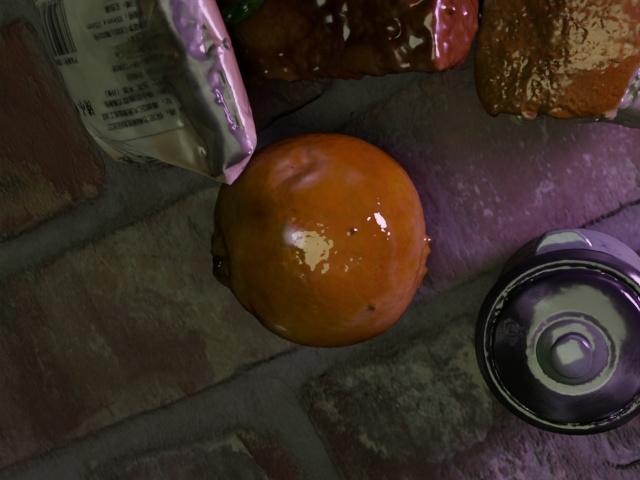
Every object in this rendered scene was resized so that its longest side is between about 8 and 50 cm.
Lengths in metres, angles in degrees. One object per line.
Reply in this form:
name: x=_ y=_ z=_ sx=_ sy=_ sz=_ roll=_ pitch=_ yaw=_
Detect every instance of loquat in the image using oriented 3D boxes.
loquat: x=0.000 y=0.000 z=1.636 sx=0.328 sy=0.328 sz=0.328 roll=4 pitch=106 yaw=13

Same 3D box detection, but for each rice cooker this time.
rice cooker: x=0.359 y=0.125 z=1.590 sx=0.264 sy=0.316 sz=0.316 roll=-5 pitch=104 yaw=14

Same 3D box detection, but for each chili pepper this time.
chili pepper: x=-0.104 y=-0.328 z=1.541 sx=0.034 sy=0.030 sz=0.091 roll=19 pitch=143 yaw=-31

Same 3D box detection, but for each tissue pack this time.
tissue pack: x=-0.255 y=-0.273 z=1.615 sx=0.375 sy=0.195 sz=0.390 roll=10 pitch=120 yaw=58

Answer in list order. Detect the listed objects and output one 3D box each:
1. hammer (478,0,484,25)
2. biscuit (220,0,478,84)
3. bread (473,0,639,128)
hammer: x=0.161 y=-0.386 z=1.642 sx=0.201 sy=0.021 sz=0.078 roll=22 pitch=109 yaw=6
biscuit: x=0.036 y=-0.389 z=1.528 sx=0.395 sy=0.166 sz=0.342 roll=7 pitch=108 yaw=40
bread: x=0.370 y=-0.269 z=1.514 sx=0.279 sy=0.225 sz=0.250 roll=9 pitch=102 yaw=23
